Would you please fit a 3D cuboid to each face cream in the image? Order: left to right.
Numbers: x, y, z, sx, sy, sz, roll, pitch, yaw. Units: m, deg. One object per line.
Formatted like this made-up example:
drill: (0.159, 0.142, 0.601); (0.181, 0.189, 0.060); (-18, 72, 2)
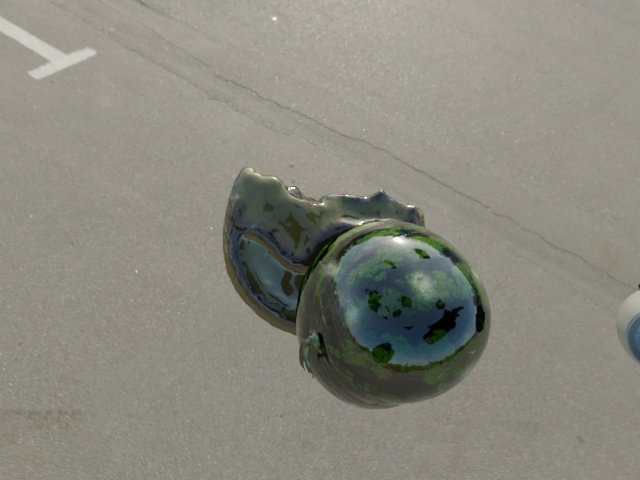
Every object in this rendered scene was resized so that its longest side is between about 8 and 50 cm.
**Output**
face cream: (0.457, 0.119, 0.539); (0.104, 0.117, 0.117); (-8, 54, -50)

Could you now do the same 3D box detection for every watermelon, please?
watermelon: (0.092, 0.098, 0.567); (0.269, 0.269, 0.269); (7, 53, -10)

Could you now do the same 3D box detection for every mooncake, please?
mooncake: (0.000, 0.000, 0.855); (0.394, 0.246, 0.393); (-29, 90, -9)

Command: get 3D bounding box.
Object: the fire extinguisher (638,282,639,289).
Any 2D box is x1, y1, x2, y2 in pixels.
fire extinguisher: (0.316, 0.110, 0.280); (0.105, 0.104, 0.269); (21, 41, 0)
